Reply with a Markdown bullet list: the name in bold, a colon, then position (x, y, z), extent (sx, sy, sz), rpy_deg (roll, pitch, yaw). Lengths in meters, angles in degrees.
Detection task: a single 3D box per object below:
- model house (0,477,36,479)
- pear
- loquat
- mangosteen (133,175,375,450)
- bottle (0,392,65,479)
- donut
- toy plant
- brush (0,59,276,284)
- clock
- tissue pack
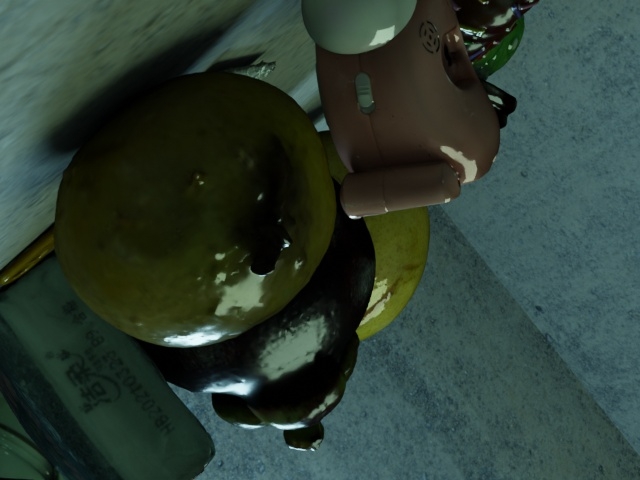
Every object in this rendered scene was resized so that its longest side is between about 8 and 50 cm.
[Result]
- **model house**: position (-0.377, 0.232, 0.979), extent (0.211, 0.204, 0.243), rpy_deg (2, -144, 8)
- **pear**: position (0.000, 0.000, 1.471), extent (0.314, 0.314, 0.314), rpy_deg (-39, 180, 0)
- **loquat**: position (-0.076, -0.016, 0.648), extent (0.172, 0.149, 0.204), rpy_deg (-45, -166, -26)
- **mangosteen**: position (-0.061, 0.067, 1.056), extent (0.275, 0.302, 0.275), rpy_deg (-21, -169, 4)
- **bottle**: position (-0.415, 0.325, 1.325), extent (0.229, 0.229, 0.351), rpy_deg (-38, -162, 51)
- **donut**: position (0.177, -0.253, 1.060), extent (0.230, 0.096, 0.216), rpy_deg (-38, -179, 11)
- **toy plant**: position (0.185, -0.228, 1.415), extent (0.235, 0.175, 0.218), rpy_deg (-64, 169, 9)
- **brush**: position (-0.148, -0.045, 0.799), extent (0.272, 0.013, 0.103), rpy_deg (-38, 180, 22)
- **clock**: position (0.054, -0.112, 0.675), extent (0.093, 0.162, 0.166), rpy_deg (-10, -165, 21)
- **tissue pack**: position (-0.224, 0.158, 1.035), extent (0.103, 0.228, 0.315), rpy_deg (-39, 177, -23)
